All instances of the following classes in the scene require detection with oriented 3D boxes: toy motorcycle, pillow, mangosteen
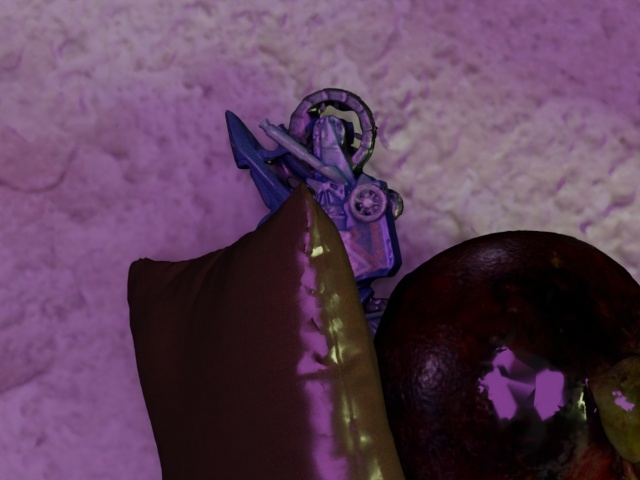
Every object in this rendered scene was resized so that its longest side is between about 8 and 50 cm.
[{"bbox_3d":[0.000,0.000,1.306,0.114,0.076,0.205,-13,87,11],"label":"toy motorcycle"},{"bbox_3d":[-0.033,0.138,1.206,0.108,0.308,0.305,-10,85,-25],"label":"pillow"},{"bbox_3d":[0.135,0.096,1.207,0.216,0.216,0.216,0,89,4],"label":"mangosteen"}]
